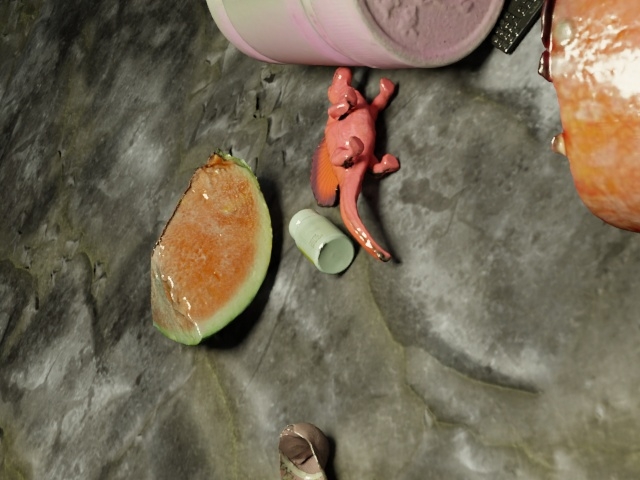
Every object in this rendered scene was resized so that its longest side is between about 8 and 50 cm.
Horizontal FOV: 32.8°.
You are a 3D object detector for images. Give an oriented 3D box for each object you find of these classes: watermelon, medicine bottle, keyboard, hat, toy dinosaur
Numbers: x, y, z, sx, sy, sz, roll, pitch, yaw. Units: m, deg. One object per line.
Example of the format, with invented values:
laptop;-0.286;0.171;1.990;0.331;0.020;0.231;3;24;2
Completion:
watermelon;-0.130;0.026;1.296;0.231;0.128;0.146;-65;4;-27
medicine bottle;0.000;0.000;1.174;0.047;0.047;0.083;-56;34;7
medicine bottle;0.028;-0.296;1.197;0.325;0.212;0.212;17;80;59
keyboard;0.237;-0.282;1.099;0.204;0.013;0.061;-53;34;12
hat;-0.008;0.216;1.046;0.058;0.042;0.087;-34;77;39
toy dinosaur;0.021;-0.070;1.198;0.139;0.070;0.286;-41;41;44

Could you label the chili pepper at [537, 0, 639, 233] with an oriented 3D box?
chili pepper;0.311;-0.120;0.704;0.251;0.229;0.305;-53;30;-18
